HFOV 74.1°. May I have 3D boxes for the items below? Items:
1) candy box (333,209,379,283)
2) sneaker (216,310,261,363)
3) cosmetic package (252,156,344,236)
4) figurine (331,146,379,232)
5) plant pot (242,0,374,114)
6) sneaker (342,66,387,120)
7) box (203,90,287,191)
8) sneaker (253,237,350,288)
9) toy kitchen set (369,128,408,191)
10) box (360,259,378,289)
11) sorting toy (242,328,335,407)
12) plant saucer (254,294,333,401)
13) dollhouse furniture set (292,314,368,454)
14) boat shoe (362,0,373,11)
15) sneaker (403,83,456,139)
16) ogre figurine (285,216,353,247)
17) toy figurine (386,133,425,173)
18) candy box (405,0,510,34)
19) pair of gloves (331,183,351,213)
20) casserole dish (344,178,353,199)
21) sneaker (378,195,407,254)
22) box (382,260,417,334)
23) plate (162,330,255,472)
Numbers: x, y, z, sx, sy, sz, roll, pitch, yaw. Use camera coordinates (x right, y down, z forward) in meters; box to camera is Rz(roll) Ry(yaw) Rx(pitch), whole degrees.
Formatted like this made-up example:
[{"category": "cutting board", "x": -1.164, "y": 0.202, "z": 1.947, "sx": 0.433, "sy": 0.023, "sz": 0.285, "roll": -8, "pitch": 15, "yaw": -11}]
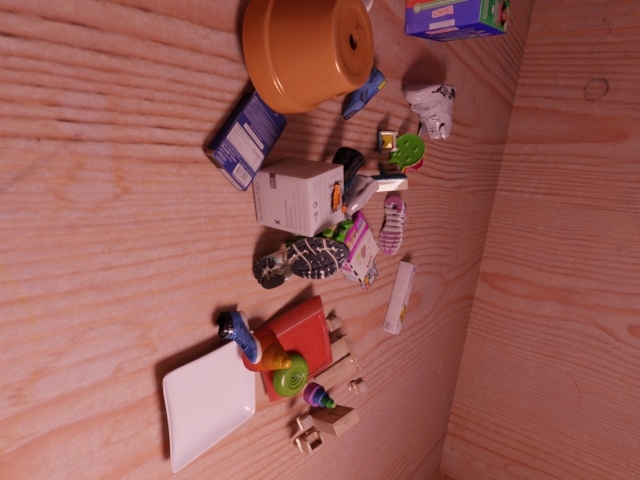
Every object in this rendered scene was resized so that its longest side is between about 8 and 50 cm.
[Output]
[{"category": "candy box", "x": 0.113, "y": 0.021, "z": 1.466, "sx": 0.159, "sy": 0.071, "sz": 0.233, "roll": -59, "pitch": 141, "yaw": -22}, {"category": "sneaker", "x": -0.209, "y": 0.241, "z": 1.051, "sx": 0.085, "sy": 0.152, "sz": 0.058, "roll": 6, "pitch": 135, "yaw": -46}, {"category": "cosmetic package", "x": -0.055, "y": -0.117, "z": 1.086, "sx": 0.151, "sy": 0.184, "sz": 0.151, "roll": -31, "pitch": 125, "yaw": -47}, {"category": "figurine", "x": 0.069, "y": -0.137, "z": 1.287, "sx": 0.209, "sy": 0.092, "sz": 0.215, "roll": -56, "pitch": 142, "yaw": -12}, {"category": "plant pot", "x": -0.009, "y": -0.447, "z": 0.983, "sx": 0.291, "sy": 0.204, "sz": 0.290, "roll": -16, "pitch": 109, "yaw": -55}, {"category": "sneaker", "x": 0.122, "y": -0.461, "z": 1.324, "sx": 0.082, "sy": 0.069, "sz": 0.209, "roll": 45, "pitch": 71, "yaw": -15}, {"category": "box", "x": -0.170, "y": -0.246, "z": 1.009, "sx": 0.225, "sy": 0.037, "sz": 0.136, "roll": -61, "pitch": 143, "yaw": -19}, {"category": "sneaker", "x": -0.043, "y": 0.039, "z": 1.106, "sx": 0.122, "sy": 0.283, "sz": 0.110, "roll": -38, "pitch": 110, "yaw": -56}, {"category": "toy kitchen set", "x": 0.216, "y": -0.278, "z": 1.444, "sx": 0.207, "sy": 0.122, "sz": 0.165, "roll": -95, "pitch": 180, "yaw": -65}, {"category": "box", "x": 0.179, "y": 0.111, "z": 1.628, "sx": 0.094, "sy": 0.027, "sz": 0.137, "roll": -47, "pitch": 136, "yaw": -33}, {"category": "sorting toy", "x": -0.062, "y": 0.385, "z": 1.187, "sx": 0.127, "sy": 0.126, "sz": 0.365, "roll": -56, "pitch": 130, "yaw": -23}, {"category": "plant saucer", "x": -0.064, "y": 0.335, "z": 1.294, "sx": 0.259, "sy": 0.048, "sz": 0.258, "roll": -26, "pitch": 117, "yaw": -35}, {"category": "dollhouse furniture set", "x": -0.027, "y": 0.485, "z": 1.473, "sx": 0.303, "sy": 0.174, "sz": 0.355, "roll": -22, "pitch": 90, "yaw": -35}, {"category": "boat shoe", "x": 0.087, "y": -0.661, "z": 1.199, "sx": 0.184, "sy": 0.066, "sz": 0.063, "roll": -52, "pitch": 141, "yaw": -14}, {"category": "sneaker", "x": 0.433, "y": -0.500, "z": 1.659, "sx": 0.366, "sy": 0.138, "sz": 0.210, "roll": -25, "pitch": 119, "yaw": -52}, {"category": "ogre figurine", "x": 0.000, "y": 0.000, "z": 1.254, "sx": 0.197, "sy": 0.097, "sz": 0.118, "roll": -39, "pitch": 158, "yaw": -10}, {"category": "toy figurine", "x": 0.342, "y": -0.306, "z": 1.647, "sx": 0.173, "sy": 0.130, "sz": 0.159, "roll": -53, "pitch": 155, "yaw": 6}, {"category": "candy box", "x": 0.496, "y": -0.803, "z": 1.524, "sx": 0.317, "sy": 0.268, "sz": 0.122, "roll": -24, "pitch": 118, "yaw": -48}, {"category": "pair of gloves", "x": 0.054, "y": -0.105, "z": 1.072, "sx": 0.083, "sy": 0.010, "sz": 0.074, "roll": -3, "pitch": 104, "yaw": -56}, {"category": "casserole dish", "x": 0.053, "y": -0.165, "z": 1.347, "sx": 0.114, "sy": 0.037, "sz": 0.188, "roll": 32, "pitch": 75, "yaw": -53}, {"category": "sneaker", "x": 0.299, "y": -0.058, "z": 1.683, "sx": 0.105, "sy": 0.095, "sz": 0.236, "roll": -7, "pitch": 107, "yaw": -61}, {"category": "box", "x": 0.355, "y": 0.255, "z": 1.889, "sx": 0.063, "sy": 0.067, "sz": 0.323, "roll": 14, "pitch": 89, "yaw": -56}, {"category": "plate", "x": -0.280, "y": 0.395, "z": 1.083, "sx": 0.277, "sy": 0.045, "sz": 0.277, "roll": -21, "pitch": 118, "yaw": -50}]
